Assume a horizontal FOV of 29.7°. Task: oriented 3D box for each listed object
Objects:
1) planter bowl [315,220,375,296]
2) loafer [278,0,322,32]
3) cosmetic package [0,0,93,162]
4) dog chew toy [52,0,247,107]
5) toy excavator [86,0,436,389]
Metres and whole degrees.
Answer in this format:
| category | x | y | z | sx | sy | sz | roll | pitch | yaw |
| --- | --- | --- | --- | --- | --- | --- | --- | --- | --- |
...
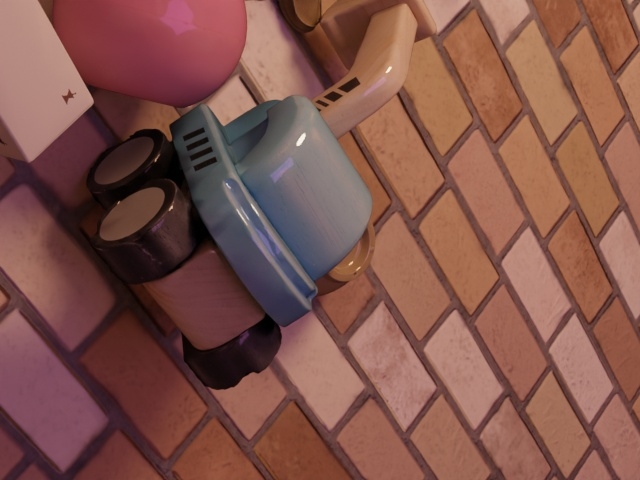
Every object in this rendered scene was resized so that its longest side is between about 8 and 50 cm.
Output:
| category | x | y | z | sx | sy | sz | roll | pitch | yaw |
| --- | --- | --- | --- | --- | --- | --- | --- | --- | --- |
| planter bowl | 0.000 | 0.000 | 1.537 | 0.162 | 0.109 | 0.162 | -7 | 101 | -40 |
| loafer | -0.023 | -0.334 | 1.512 | 0.056 | 0.050 | 0.148 | -23 | 110 | -37 |
| cosmetic package | -0.385 | -0.252 | 1.003 | 0.097 | 0.284 | 0.377 | -51 | 135 | -30 |
| dog chew toy | -0.160 | -0.313 | 1.274 | 0.206 | 0.206 | 0.332 | 10 | 97 | -42 |
| toy excavator | -0.024 | -0.103 | 1.383 | 0.445 | 0.433 | 0.222 | -31 | 120 | 3 |
